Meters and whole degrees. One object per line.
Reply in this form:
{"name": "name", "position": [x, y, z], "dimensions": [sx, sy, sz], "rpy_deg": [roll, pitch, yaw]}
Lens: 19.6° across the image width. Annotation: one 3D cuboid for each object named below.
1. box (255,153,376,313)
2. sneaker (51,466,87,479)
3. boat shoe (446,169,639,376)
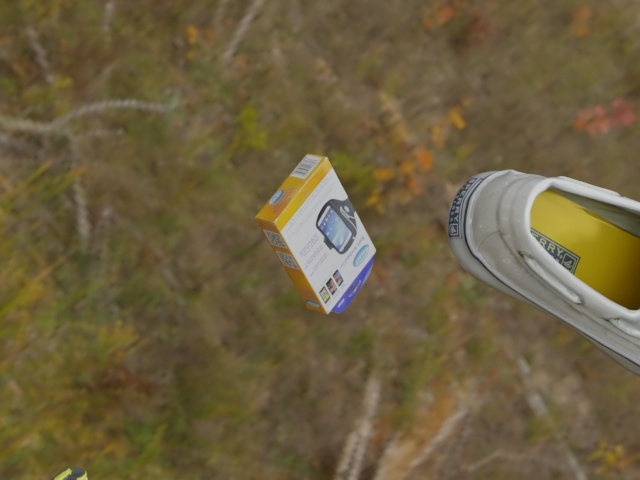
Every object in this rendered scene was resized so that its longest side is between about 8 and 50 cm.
{"name": "box", "position": [0.000, 0.000, 1.614], "dimensions": [0.081, 0.028, 0.136], "rpy_deg": [-51, 136, -26]}
{"name": "sneaker", "position": [-0.193, 0.198, 1.317], "dimensions": [0.083, 0.031, 0.035], "rpy_deg": [-38, 120, -29]}
{"name": "boat shoe", "position": [0.292, 0.032, 1.532], "dimensions": [0.367, 0.156, 0.136], "rpy_deg": [27, 76, -24]}
